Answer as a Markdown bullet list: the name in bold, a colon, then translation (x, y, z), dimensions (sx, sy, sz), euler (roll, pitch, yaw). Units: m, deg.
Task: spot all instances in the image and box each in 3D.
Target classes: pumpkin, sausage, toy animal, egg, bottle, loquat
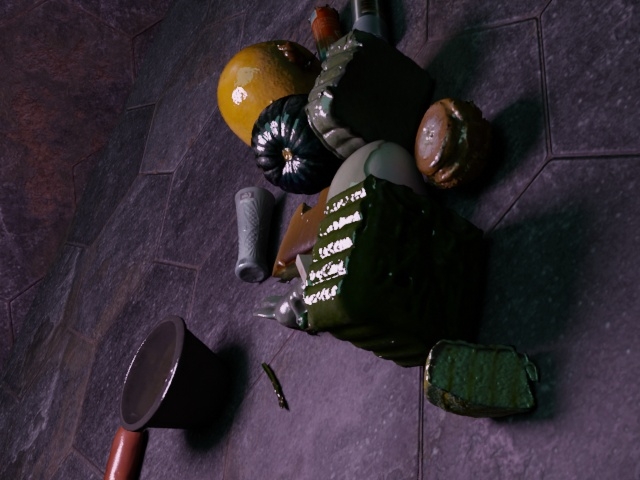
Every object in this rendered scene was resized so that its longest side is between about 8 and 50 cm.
- **pumpkin**: translation (-0.040, -0.202, 2.005), dimensions (0.220, 0.220, 0.162), euler (-43, -1, 33)
- **sausage**: translation (0.024, -0.470, 2.287), dimensions (0.083, 0.083, 0.264), euler (-46, 33, 28)
- **toy animal**: translation (-0.028, 0.121, 1.822), dimensions (0.251, 0.127, 0.125), euler (-28, 81, 51)
- **egg**: translation (0.101, -0.074, 1.683), dimensions (0.183, 0.183, 0.217), euler (-4, 78, 58)
- **sausage**: translation (-0.465, 0.523, 2.243), dimensions (0.077, 0.077, 0.194), euler (-30, 40, 46)
- **bottle**: translation (0.110, -0.523, 2.175), dimensions (0.082, 0.082, 0.286), euler (-41, 34, 35)
- **loquat**: translation (-0.102, -0.339, 2.175), dimensions (0.275, 0.275, 0.275), euler (-40, 35, 36)

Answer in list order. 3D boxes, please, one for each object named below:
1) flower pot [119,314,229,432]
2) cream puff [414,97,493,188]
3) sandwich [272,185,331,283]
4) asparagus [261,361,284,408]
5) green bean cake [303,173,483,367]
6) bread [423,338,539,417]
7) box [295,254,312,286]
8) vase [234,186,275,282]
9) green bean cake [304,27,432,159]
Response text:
- **flower pot**: translation (-0.304, 0.311, 2.060), dimensions (0.269, 0.166, 0.269), euler (-44, 31, 36)
- **cream puff**: translation (0.232, -0.163, 1.620), dimensions (0.150, 0.115, 0.165), euler (-3, 72, 66)
- **sandwich**: translation (0.000, 0.000, 1.861), dimensions (0.235, 0.122, 0.128), euler (-27, 46, 48)
- **asparagus**: translation (-0.091, 0.287, 1.879), dimensions (0.016, 0.016, 0.163), euler (-33, 31, -1)
- **green bean cake**: translation (0.118, 0.052, 1.478), dimensions (0.156, 0.250, 0.247), euler (-22, 47, 52)
- **bread**: translation (0.220, 0.206, 1.346), dimensions (0.110, 0.156, 0.103), euler (100, -175, -57)
- **box**: translation (0.046, 0.059, 1.690), dimensions (0.090, 0.167, 0.024), euler (-114, 31, -56)
- **vase**: translation (-0.153, -0.010, 2.166), dimensions (0.096, 0.096, 0.219), euler (-38, 39, 39)
- **green bean cake**: translation (0.089, -0.269, 1.841), dimensions (0.125, 0.222, 0.227), euler (-17, 48, 53)
